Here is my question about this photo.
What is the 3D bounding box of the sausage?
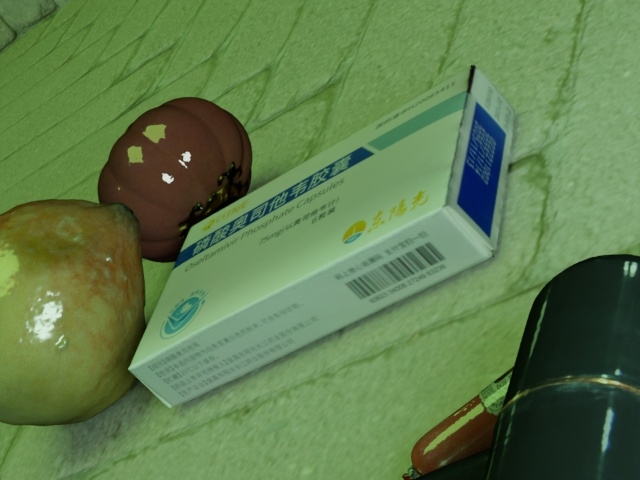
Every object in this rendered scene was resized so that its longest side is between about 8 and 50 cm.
[{"bbox_3d":[0.148,0.071,0.772,0.253,0.034,0.034,-40,24,10],"label":"sausage"}]

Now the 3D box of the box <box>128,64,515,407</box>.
[{"bbox_3d":[0.000,0.000,1.088,0.343,0.065,0.200,-28,27,32],"label":"box"}]

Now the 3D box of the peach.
[{"bbox_3d":[-0.245,0.061,1.207,0.232,0.232,0.232,-35,25,19],"label":"peach"}]

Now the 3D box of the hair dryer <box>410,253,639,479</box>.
[{"bbox_3d":[0.060,0.145,0.726,0.352,0.107,0.189,-31,23,40],"label":"hair dryer"}]

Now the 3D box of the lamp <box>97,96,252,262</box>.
[{"bbox_3d":[-0.140,-0.056,1.307,0.182,0.140,0.182,-46,-22,-24],"label":"lamp"}]
